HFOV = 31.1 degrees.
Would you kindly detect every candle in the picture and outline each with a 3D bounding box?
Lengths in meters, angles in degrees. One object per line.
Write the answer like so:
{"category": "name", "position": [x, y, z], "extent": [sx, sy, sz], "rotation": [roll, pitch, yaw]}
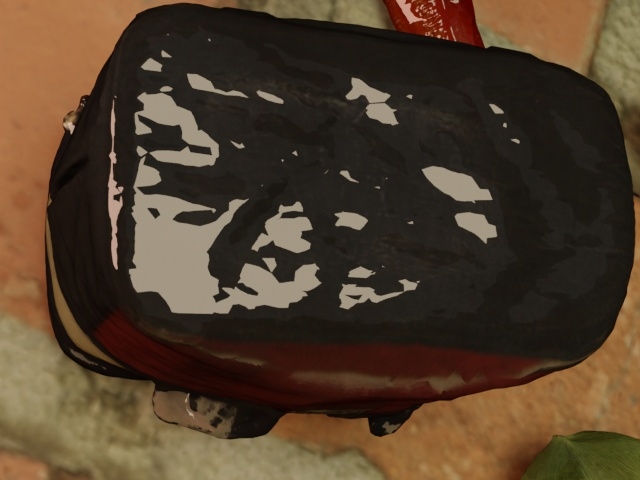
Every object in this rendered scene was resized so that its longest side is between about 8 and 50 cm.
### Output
{"category": "candle", "position": [0.070, -0.125, 0.681], "extent": [0.053, 0.048, 0.162], "rotation": [-23, 87, 9]}

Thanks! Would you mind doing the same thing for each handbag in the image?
{"category": "handbag", "position": [0.000, 0.000, 0.541], "extent": [0.255, 0.181, 0.181], "rotation": [2, 78, -20]}

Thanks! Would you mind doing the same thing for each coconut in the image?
{"category": "coconut", "position": [0.149, 0.143, 0.623], "extent": [0.088, 0.088, 0.096], "rotation": [-34, 105, -25]}

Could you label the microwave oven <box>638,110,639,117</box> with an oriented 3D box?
{"category": "microwave oven", "position": [0.346, -0.097, 0.705], "extent": [0.240, 0.194, 0.145], "rotation": [-40, 99, -25]}
